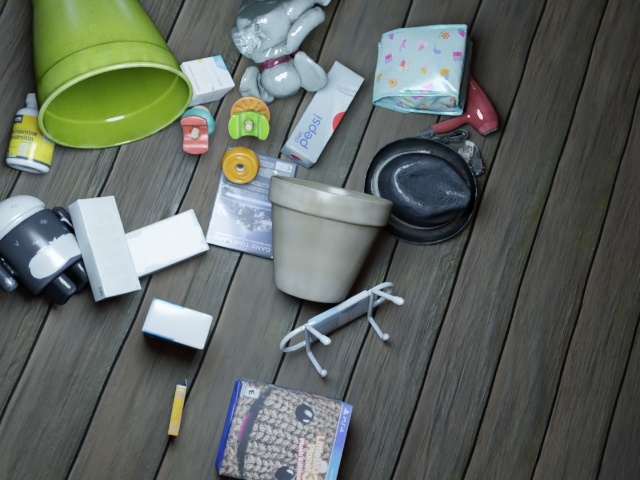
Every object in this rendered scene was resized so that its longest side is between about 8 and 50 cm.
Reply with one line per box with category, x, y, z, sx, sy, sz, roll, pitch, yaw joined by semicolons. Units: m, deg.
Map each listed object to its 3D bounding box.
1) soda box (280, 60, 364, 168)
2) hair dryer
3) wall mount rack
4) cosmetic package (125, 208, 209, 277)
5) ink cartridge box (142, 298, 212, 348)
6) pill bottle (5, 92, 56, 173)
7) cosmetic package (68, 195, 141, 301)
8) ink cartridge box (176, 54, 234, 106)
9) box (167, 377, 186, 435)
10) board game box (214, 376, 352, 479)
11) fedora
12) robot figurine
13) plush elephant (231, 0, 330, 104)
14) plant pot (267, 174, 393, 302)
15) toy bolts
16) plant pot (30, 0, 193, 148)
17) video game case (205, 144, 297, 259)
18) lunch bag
soda box;0.005;-0.344;1.895;0.098;0.091;0.286;32;78;-8
hair dryer;0.410;-0.349;1.998;0.224;0.080;0.293;18;79;-10
wall mount rack;0.073;0.215;1.740;0.350;0.304;0.130;-28;65;-15
cosmetic package;-0.415;0.017;1.760;0.231;0.085;0.117;-21;88;-16
ink cartridge box;-0.354;0.209;1.690;0.148;0.203;0.086;19;78;-11
pill bottle;-0.711;-0.266;1.711;0.103;0.103;0.184;10;81;-12
cosmetic package;-0.516;0.018;1.644;0.099;0.060;0.239;-12;83;-46
ink cartridge box;-0.319;-0.414;1.803;0.143;0.090;0.092;-24;89;-39
box;-0.359;0.414;1.727;0.028;0.081;0.136;9;81;-12
board game box;-0.096;0.496;1.749;0.291;0.141;0.232;15;80;-11
fedora;0.290;-0.139;1.889;0.334;0.152;0.334;0;92;-8
robot figurine;-0.678;0.022;1.654;0.173;0.209;0.278;-41;95;7
plush elephant;-0.104;-0.500;1.824;0.272;0.255;0.330;0;42;24
plant pot;0.000;0.000;1.770;0.323;0.323;0.280;12;99;-12
toy bolts;-0.252;-0.280;1.811;0.229;0.158;0.218;4;122;-6
plant pot;-0.542;-0.466;1.675;0.366;0.366;0.353;-18;76;-15
video game case;-0.186;-0.102;1.857;0.196;0.026;0.274;14;81;-11
lunch bag;0.281;-0.479;1.940;0.262;0.160;0.223;5;81;21
